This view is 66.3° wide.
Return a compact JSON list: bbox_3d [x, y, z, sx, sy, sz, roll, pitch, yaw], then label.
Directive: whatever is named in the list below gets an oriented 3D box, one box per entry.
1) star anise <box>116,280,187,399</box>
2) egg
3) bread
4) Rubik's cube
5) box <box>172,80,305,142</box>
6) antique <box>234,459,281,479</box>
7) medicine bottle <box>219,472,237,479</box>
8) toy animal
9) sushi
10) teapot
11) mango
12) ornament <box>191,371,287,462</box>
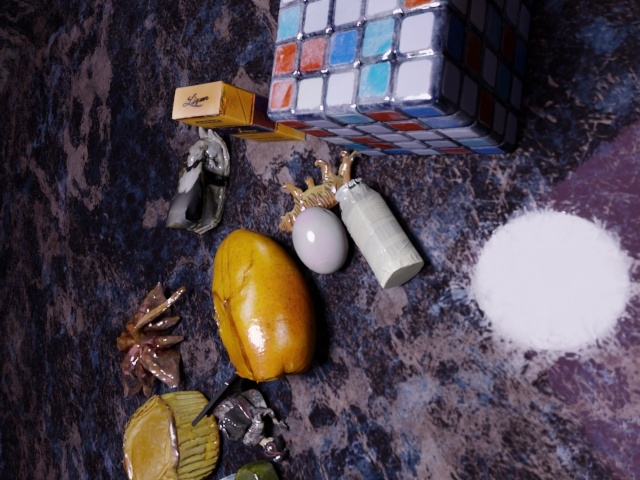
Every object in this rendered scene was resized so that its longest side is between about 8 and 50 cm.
[{"bbox_3d":[-0.456,0.263,1.297,0.350,0.109,0.292,-20,78,36],"label":"star anise"},{"bbox_3d":[0.000,0.000,0.938,0.103,0.103,0.135,-18,95,38],"label":"egg"},{"bbox_3d":[-0.359,0.484,1.173,0.253,0.142,0.227,-38,64,34],"label":"bread"},{"bbox_3d":[0.127,-0.296,0.744,0.292,0.293,0.286,6,90,39],"label":"Rubik's cube"},{"bbox_3d":[-0.160,-0.259,1.014,0.152,0.237,0.070,8,94,40],"label":"box"},{"bbox_3d":[-0.121,0.571,1.005,0.081,0.080,0.220,-10,78,38],"label":"antique"},{"bbox_3d":[-0.197,0.577,1.069,0.055,0.074,0.117,25,103,38],"label":"medicine bottle"},{"bbox_3d":[-0.002,-0.098,0.990,0.241,0.057,0.099,-30,74,32],"label":"toy animal"},{"bbox_3d":[-0.280,-0.150,1.205,0.134,0.109,0.272,-13,63,43],"label":"sushi"},{"bbox_3d":[0.096,-0.010,0.887,0.200,0.077,0.107,62,153,26],"label":"teapot"},{"bbox_3d":[-0.119,0.122,0.994,0.199,0.201,0.350,-19,60,0],"label":"mango"},{"bbox_3d":[-0.136,0.379,1.042,0.196,0.153,0.166,43,116,8],"label":"ornament"}]
